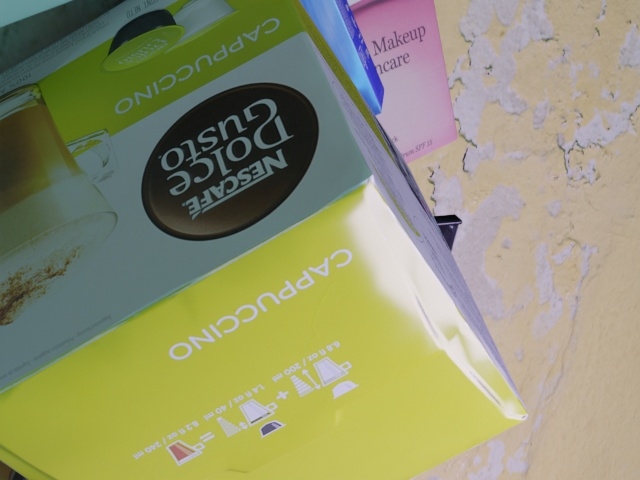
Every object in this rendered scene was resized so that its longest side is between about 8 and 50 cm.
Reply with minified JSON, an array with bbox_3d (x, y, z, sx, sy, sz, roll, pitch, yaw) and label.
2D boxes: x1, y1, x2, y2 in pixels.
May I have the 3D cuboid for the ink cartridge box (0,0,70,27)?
[{"bbox_3d":[-0.271,-0.348,0.812,0.285,0.166,0.395,-24,144,-13],"label":"ink cartridge box"}]

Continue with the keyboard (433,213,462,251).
[{"bbox_3d":[0.000,0.000,1.238,0.317,0.033,0.202,-6,133,-18],"label":"keyboard"}]

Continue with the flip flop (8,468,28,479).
[{"bbox_3d":[-0.242,0.289,1.166,0.112,0.080,0.277,-45,136,-24],"label":"flip flop"}]

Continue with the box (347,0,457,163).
[{"bbox_3d":[0.040,-0.199,1.259,0.148,0.127,0.232,-27,116,-30],"label":"box"}]

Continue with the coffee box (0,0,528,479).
[{"bbox_3d":[-0.082,0.024,0.963,0.337,0.334,0.338,-29,136,8],"label":"coffee box"}]

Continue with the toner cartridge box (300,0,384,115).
[{"bbox_3d":[-0.079,-0.256,1.103,0.165,0.075,0.348,-21,111,13],"label":"toner cartridge box"}]
